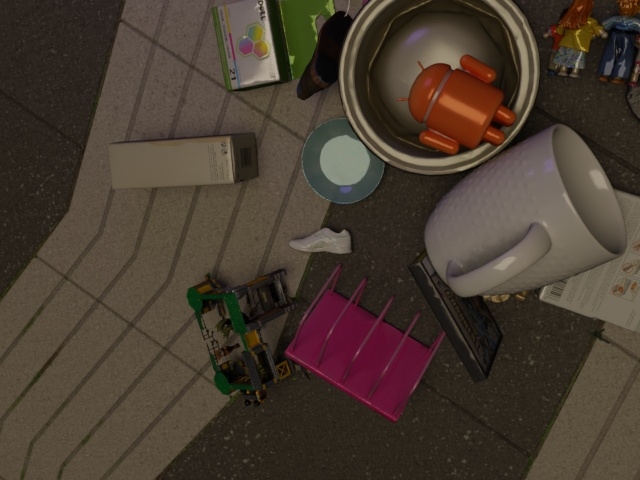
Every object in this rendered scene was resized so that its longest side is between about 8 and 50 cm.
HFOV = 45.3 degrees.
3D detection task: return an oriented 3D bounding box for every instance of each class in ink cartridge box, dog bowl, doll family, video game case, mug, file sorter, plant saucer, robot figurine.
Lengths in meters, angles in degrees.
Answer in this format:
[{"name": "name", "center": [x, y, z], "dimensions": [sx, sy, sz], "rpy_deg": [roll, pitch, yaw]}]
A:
[{"name": "ink cartridge box", "center": [0.619, 0.034, 1.616], "dimensions": [0.239, 0.060, 0.275], "rpy_deg": [19, 105, 1]}, {"name": "dog bowl", "center": [0.248, -0.345, 1.600], "dimensions": [0.408, 0.150, 0.408], "rpy_deg": [3, 102, 15]}, {"name": "doll family", "center": [0.556, -0.394, 1.494], "dimensions": [0.263, 0.118, 0.163], "rpy_deg": [15, 105, 26]}, {"name": "video game case", "center": [0.294, 0.134, 1.629], "dimensions": [0.035, 0.248, 0.275], "rpy_deg": [-30, 92, 24]}, {"name": "mug", "center": [0.363, -0.012, 1.474], "dimensions": [0.328, 0.374, 0.276], "rpy_deg": [-28, 101, 35]}, {"name": "ink cartridge box", "center": [-0.094, -0.448, 1.707], "dimensions": [0.255, 0.097, 0.189], "rpy_deg": [-7, 99, 18]}, {"name": "file sorter", "center": [0.106, 0.215, 1.691], "dimensions": [0.290, 0.202, 0.182], "rpy_deg": [31, 146, 8]}, {"name": "plant saucer", "center": [0.054, -0.182, 1.748], "dimensions": [0.195, 0.037, 0.195], "rpy_deg": [4, 103, 16]}, {"name": "robot figurine", "center": [0.264, -0.260, 1.468], "dimensions": [0.219, 0.128, 0.158], "rpy_deg": [28, 135, 8]}]

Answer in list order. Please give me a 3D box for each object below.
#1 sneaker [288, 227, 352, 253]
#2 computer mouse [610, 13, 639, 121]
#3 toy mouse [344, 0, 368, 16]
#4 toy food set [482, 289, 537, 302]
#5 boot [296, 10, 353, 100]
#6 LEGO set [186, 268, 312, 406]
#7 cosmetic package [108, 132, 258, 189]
[{"name": "sneaker", "center": [0.000, 0.000, 1.798], "dimensions": [0.152, 0.053, 0.061], "rpy_deg": [1, 92, 10]}, {"name": "computer mouse", "center": [0.641, -0.344, 1.548], "dimensions": [0.071, 0.041, 0.242], "rpy_deg": [-18, 90, 31]}, {"name": "toy mouse", "center": [0.090, -0.547, 1.653], "dimensions": [0.161, 0.031, 0.143], "rpy_deg": [36, 96, 2]}, {"name": "toy food set", "center": [0.422, 0.098, 1.705], "dimensions": [0.122, 0.019, 0.078], "rpy_deg": [-1, 100, 15]}, {"name": "boot", "center": [0.005, -0.403, 1.668], "dimensions": [0.082, 0.219, 0.106], "rpy_deg": [33, 146, -20]}, {"name": "LEGO set", "center": [-0.156, 0.210, 1.848], "dimensions": [0.255, 0.192, 0.331], "rpy_deg": [-20, 92, 49]}, {"name": "cosmetic package", "center": [-0.318, -0.186, 1.794], "dimensions": [0.309, 0.160, 0.113], "rpy_deg": [-1, 100, 15]}]
